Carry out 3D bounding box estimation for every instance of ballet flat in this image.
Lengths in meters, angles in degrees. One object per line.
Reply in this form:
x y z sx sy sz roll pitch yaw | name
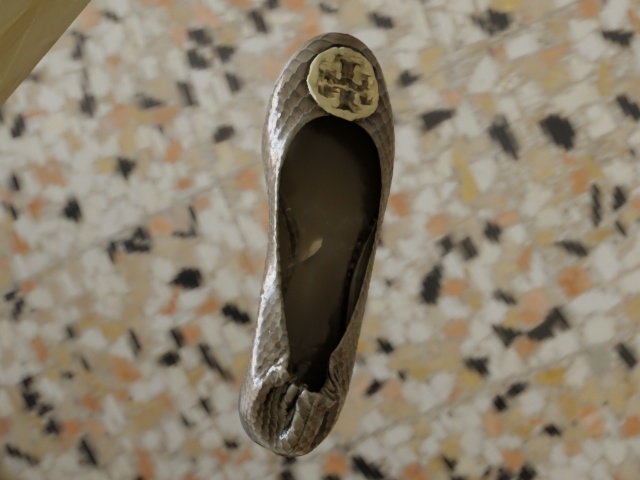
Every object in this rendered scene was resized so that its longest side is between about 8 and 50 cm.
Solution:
0.000 0.000 1.136 0.084 0.058 0.250 13 80 -16 | ballet flat

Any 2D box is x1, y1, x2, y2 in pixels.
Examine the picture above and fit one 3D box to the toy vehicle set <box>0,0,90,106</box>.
-0.191 -0.138 0.711 0.267 0.166 0.035 25 153 25 | toy vehicle set
